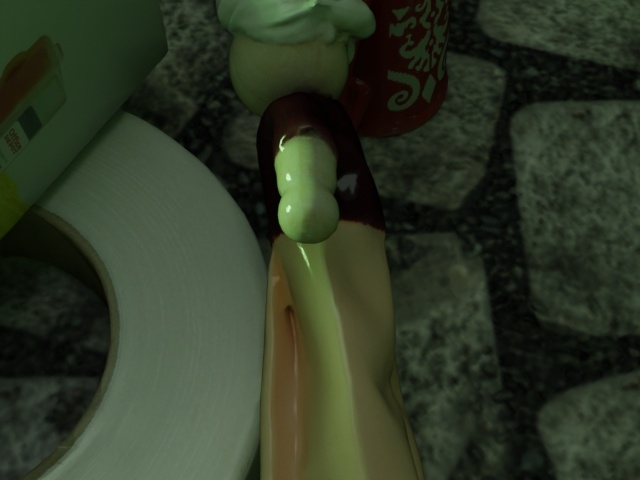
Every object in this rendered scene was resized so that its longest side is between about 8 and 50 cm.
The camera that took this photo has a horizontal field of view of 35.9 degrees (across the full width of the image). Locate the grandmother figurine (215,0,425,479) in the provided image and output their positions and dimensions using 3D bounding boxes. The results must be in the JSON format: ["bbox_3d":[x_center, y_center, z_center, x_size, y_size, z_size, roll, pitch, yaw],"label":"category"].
[{"bbox_3d":[0.000,0.000,0.533,0.104,0.208,0.343,-8,73,-4],"label":"grandmother figurine"}]

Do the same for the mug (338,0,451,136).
[{"bbox_3d":[0.042,-0.152,0.664,0.113,0.169,0.150,-5,58,-4],"label":"mug"}]

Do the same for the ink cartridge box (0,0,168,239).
[{"bbox_3d":[-0.312,-0.087,0.546,0.279,0.160,0.385,26,62,16],"label":"ink cartridge box"}]

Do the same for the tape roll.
[{"bbox_3d":[-0.217,0.075,0.582,0.391,0.072,0.392,0,59,-1],"label":"tape roll"}]
